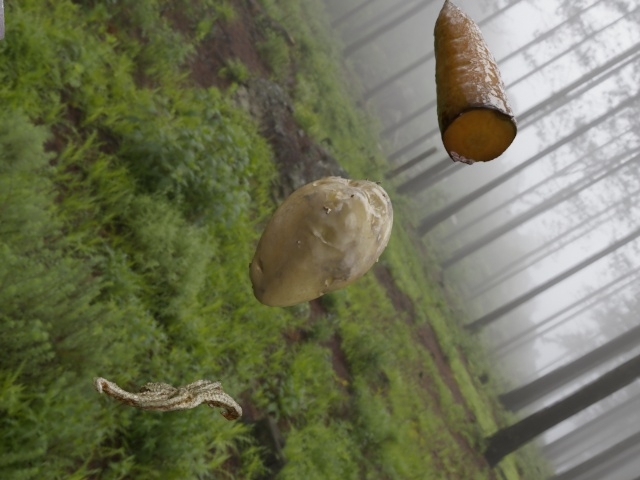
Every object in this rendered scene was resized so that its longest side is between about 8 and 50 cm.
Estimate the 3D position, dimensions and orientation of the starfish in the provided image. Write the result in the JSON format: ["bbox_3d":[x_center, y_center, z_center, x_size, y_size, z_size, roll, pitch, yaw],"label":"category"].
[{"bbox_3d":[-0.181,0.186,0.827,0.210,0.150,0.053,19,68,-39],"label":"starfish"}]

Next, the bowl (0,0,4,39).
[{"bbox_3d":[-0.640,-0.437,1.186,0.287,0.144,0.286,19,-69,62],"label":"bowl"}]

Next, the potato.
[{"bbox_3d":[-0.003,-0.004,0.977,0.128,0.235,0.161,68,1,-85],"label":"potato"}]

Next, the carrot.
[{"bbox_3d":[0.140,-0.174,0.677,0.072,0.072,0.205,54,25,-51],"label":"carrot"}]
